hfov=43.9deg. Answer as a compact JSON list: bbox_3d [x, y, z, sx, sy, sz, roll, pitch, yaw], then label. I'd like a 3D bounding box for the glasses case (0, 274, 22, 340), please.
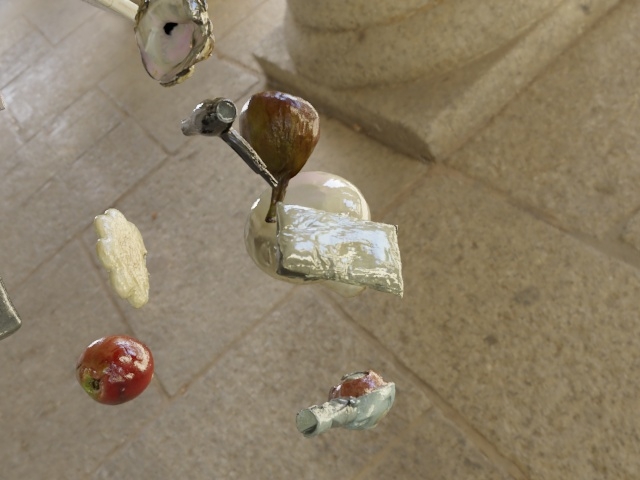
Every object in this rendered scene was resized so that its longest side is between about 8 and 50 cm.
[{"bbox_3d":[-0.730,0.061,1.612,0.131,0.323,0.074,-24,-2,-34],"label":"glasses case"}]

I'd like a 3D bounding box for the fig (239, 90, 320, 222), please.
[{"bbox_3d":[-0.110,-0.196,1.834,0.190,0.190,0.290,26,105,51],"label":"fig"}]

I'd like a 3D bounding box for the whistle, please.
[{"bbox_3d":[0.056,0.361,1.736,0.142,0.346,0.134,-5,88,30],"label":"whistle"}]

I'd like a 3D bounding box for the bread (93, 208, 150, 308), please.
[{"bbox_3d":[-0.456,0.029,1.828,0.039,0.182,0.251,-22,51,9],"label":"bread"}]

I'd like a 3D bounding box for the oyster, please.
[{"bbox_3d":[-0.185,-0.280,1.026,0.163,0.081,0.191,-40,67,46],"label":"oyster"}]

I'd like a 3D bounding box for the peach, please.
[{"bbox_3d":[-0.522,0.330,2.061,0.197,0.197,0.197,-23,38,19],"label":"peach"}]

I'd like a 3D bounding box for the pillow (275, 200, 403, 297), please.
[{"bbox_3d":[0.033,0.014,1.301,0.050,0.229,0.148,-48,37,49],"label":"pillow"}]

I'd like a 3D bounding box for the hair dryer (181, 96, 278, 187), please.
[{"bbox_3d":[-0.165,-0.175,1.523,0.075,0.219,0.195,-51,20,-21],"label":"hair dryer"}]

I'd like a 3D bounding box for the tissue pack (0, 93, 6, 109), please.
[{"bbox_3d":[-0.497,-0.220,1.019,0.092,0.149,0.246,-23,17,-29],"label":"tissue pack"}]

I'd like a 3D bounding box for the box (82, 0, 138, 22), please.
[{"bbox_3d":[-0.361,-0.374,1.146,0.122,0.220,0.032,25,95,15],"label":"box"}]

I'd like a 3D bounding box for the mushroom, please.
[{"bbox_3d":[0.000,-0.020,1.929,0.315,0.356,0.315,-157,90,-83],"label":"mushroom"}]
